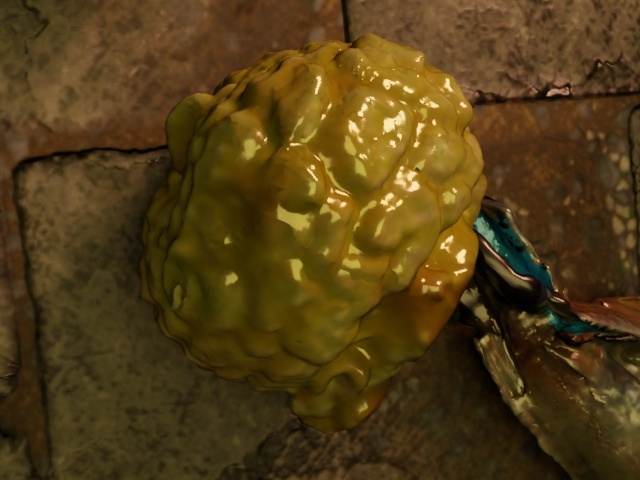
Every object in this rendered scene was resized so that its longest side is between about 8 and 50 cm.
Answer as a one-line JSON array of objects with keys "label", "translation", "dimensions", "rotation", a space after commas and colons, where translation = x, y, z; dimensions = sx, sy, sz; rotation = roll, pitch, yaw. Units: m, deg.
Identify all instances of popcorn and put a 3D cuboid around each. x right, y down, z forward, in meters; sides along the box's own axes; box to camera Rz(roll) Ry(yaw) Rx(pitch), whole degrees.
[{"label": "popcorn", "translation": [0.000, 0.000, 0.560], "dimensions": [0.237, 0.206, 0.251], "rotation": [-32, 114, -28]}]

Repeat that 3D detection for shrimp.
[{"label": "shrimp", "translation": [0.264, 0.116, 0.697], "dimensions": [0.446, 0.110, 0.221], "rotation": [40, 76, -19]}]
